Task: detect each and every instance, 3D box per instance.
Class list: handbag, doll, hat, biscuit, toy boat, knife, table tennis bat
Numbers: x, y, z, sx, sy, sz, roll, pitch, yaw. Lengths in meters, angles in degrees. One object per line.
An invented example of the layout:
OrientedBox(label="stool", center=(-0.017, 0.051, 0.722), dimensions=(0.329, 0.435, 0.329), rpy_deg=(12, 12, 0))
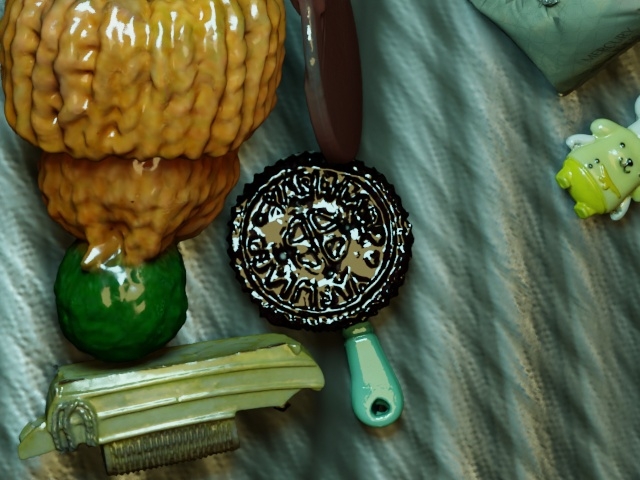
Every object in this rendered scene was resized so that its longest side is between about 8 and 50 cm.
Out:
OrientedBox(label="handbag", center=(0.266, -0.252, 1.670), dimensions=(0.182, 0.270, 0.117), rpy_deg=(44, 55, -9))
OrientedBox(label="doll", center=(0.326, -0.091, 1.781), dimensions=(0.162, 0.062, 0.106), rpy_deg=(-36, 104, -11))
OrientedBox(label="hat", center=(-0.147, -0.087, 1.592), dimensions=(0.285, 0.285, 0.400), rpy_deg=(-13, 114, -12))
OrientedBox(label="biscuit", center=(0.000, 0.000, 1.700), dimensions=(0.194, 0.053, 0.195), rpy_deg=(0, 85, -2))
OrientedBox(label="toy boat", center=(-0.148, 0.167, 1.664), dimensions=(0.310, 0.089, 0.115), rpy_deg=(-9, 101, -13))
OrientedBox(label="knife", center=(0.022, 0.070, 1.736), dimensions=(0.063, 0.034, 0.260), rpy_deg=(-19, 90, -3))
OrientedBox(label="table tennis bat", center=(0.004, -0.197, 1.595), dimensions=(0.038, 0.310, 0.200), rpy_deg=(-5, 61, 12))
